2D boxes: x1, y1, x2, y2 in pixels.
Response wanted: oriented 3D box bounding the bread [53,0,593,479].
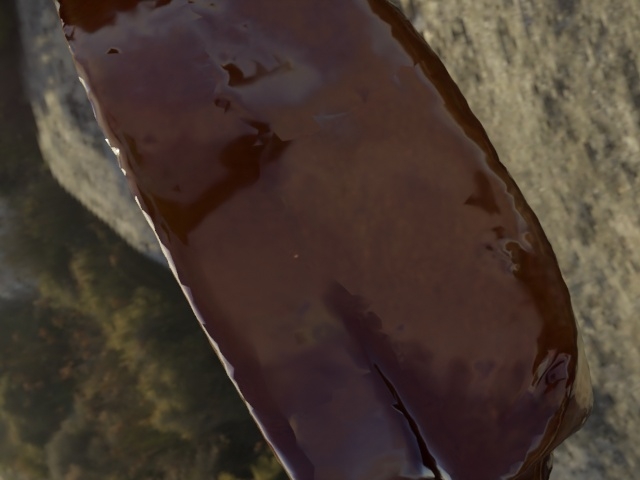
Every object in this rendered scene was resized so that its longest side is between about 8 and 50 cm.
[{"bbox_3d":[-0.001,-0.002,0.513,0.295,0.114,0.327,62,176,23],"label":"bread"}]
